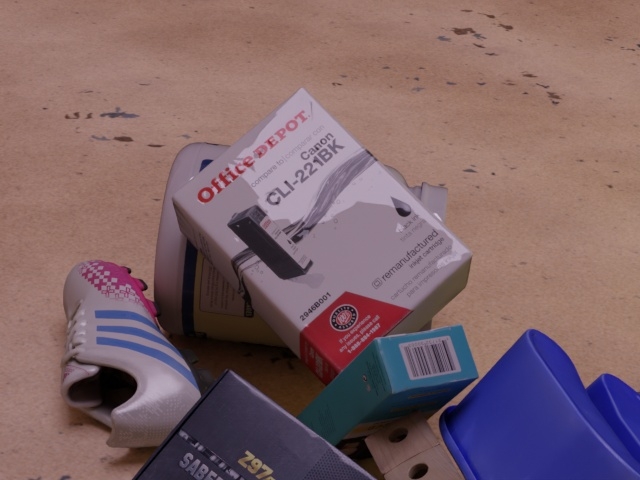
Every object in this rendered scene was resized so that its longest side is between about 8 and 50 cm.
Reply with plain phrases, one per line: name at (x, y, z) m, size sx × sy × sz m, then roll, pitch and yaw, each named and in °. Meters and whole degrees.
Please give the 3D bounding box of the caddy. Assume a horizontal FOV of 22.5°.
caddy at (0.248, 0.245, 1.564) m, size 0.241 × 0.179 × 0.341 m, roll 30°, pitch 16°, yaw -27°

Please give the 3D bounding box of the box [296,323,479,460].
box at (0.063, 0.164, 1.657) m, size 0.100 × 0.244 × 0.060 m, roll -8°, pitch 68°, yaw -24°

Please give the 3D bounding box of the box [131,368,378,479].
box at (-0.055, 0.255, 1.482) m, size 0.233 × 0.059 × 0.183 m, roll 35°, pitch 76°, yaw 25°

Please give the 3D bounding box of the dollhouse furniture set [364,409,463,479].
dollhouse furniture set at (0.059, 0.283, 1.575) m, size 0.184 × 0.129 × 0.129 m, roll -28°, pitch 31°, yaw -1°

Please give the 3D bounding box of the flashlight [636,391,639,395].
flashlight at (0.442, 0.179, 1.851) m, size 0.304 × 0.103 × 0.103 m, roll -26°, pitch 79°, yaw -43°

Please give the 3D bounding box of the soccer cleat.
soccer cleat at (-0.243, 0.119, 1.804) m, size 0.143 × 0.116 × 0.331 m, roll -10°, pitch 31°, yaw -30°

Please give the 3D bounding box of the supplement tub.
supplement tub at (-0.021, 0.015, 1.925) m, size 0.325 × 0.235 × 0.235 m, roll 7°, pitch 27°, yaw 3°

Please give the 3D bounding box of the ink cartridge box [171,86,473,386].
ink cartridge box at (0.000, 0.000, 1.744) m, size 0.197 × 0.114 × 0.273 m, roll -41°, pitch 74°, yaw -13°
